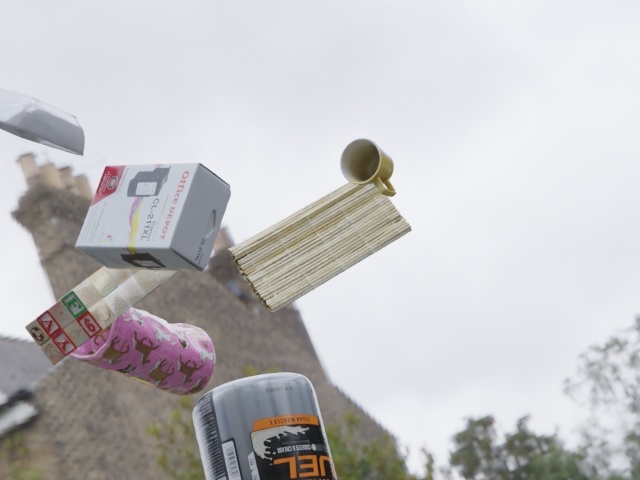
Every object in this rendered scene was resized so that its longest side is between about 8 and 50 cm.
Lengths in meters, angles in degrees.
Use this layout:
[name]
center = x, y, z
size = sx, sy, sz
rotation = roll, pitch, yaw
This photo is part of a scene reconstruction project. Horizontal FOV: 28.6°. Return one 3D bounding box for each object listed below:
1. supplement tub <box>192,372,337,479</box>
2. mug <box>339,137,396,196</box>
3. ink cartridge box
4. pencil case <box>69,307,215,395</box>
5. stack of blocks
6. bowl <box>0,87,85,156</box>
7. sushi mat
[supplement tub]
center = -0.070, 0.372, 1.868
size = 0.194, 0.315, 0.193
rotation = -13, -21, -5
[mug]
center = 0.068, -0.093, 1.675
size = 0.062, 0.078, 0.064
rotation = -7, -11, 27
[ink cartridge box]
center = -0.218, -0.032, 1.637
size = 0.175, 0.127, 0.072
rotation = 0, -26, 37
[pencil case]
center = -0.376, 0.211, 2.596
size = 0.167, 0.160, 0.386
rotation = 13, -10, 31
[stack of blocks]
center = -0.371, 0.089, 2.263
size = 0.171, 0.087, 0.297
rotation = -34, 4, 41
[bowl]
center = -0.408, -0.171, 1.756
size = 0.142, 0.142, 0.053
rotation = 22, -95, -54
[sushi mat]
center = 0.000, 0.000, 2.272
size = 0.317, 0.151, 0.019
rotation = -30, -21, -19
